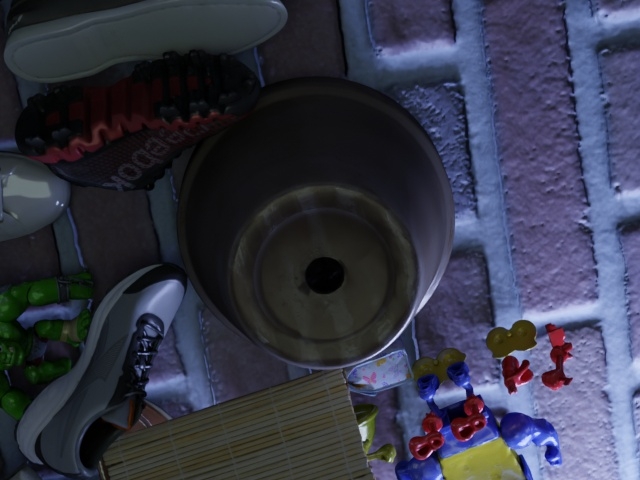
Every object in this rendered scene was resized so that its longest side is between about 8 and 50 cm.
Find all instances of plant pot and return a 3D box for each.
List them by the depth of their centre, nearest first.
[{"bbox_3d":[0.000,0.000,1.283,0.323,0.280,0.323,-1,103,-3],"label":"plant pot"}]

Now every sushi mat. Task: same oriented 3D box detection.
[{"bbox_3d":[-0.096,0.253,1.331,0.316,0.019,0.151,-20,82,18],"label":"sushi mat"}]

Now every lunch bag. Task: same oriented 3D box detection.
[{"bbox_3d":[0.062,0.147,1.428,0.083,0.071,0.053,-18,108,0],"label":"lunch bag"}]

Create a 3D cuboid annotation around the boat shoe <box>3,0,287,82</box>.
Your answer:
[{"bbox_3d":[-0.190,-0.247,1.303,0.305,0.109,0.091,-9,59,1],"label":"boat shoe"}]

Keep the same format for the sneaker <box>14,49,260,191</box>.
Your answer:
[{"bbox_3d":[-0.185,-0.123,1.319,0.276,0.098,0.135,-14,143,14],"label":"sneaker"}]

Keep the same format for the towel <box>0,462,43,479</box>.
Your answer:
[{"bbox_3d":[-0.342,0.440,1.439,0.312,0.056,0.324,-35,103,32],"label":"towel"}]

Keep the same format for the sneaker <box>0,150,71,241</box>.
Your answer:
[{"bbox_3d":[-0.427,-0.039,1.339,0.290,0.123,0.106,-3,102,-3],"label":"sneaker"}]

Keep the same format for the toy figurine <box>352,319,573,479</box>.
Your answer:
[{"bbox_3d":[0.156,0.270,1.409,0.362,0.191,0.217,-23,108,5],"label":"toy figurine"}]

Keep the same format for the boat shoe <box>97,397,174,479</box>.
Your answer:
[{"bbox_3d":[-0.181,0.340,1.441,0.122,0.120,0.324,-23,104,3],"label":"boat shoe"}]

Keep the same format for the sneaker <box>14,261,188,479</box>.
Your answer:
[{"bbox_3d":[-0.224,0.148,1.365,0.108,0.100,0.271,25,78,33],"label":"sneaker"}]

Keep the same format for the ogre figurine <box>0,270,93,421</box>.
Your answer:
[{"bbox_3d":[-0.340,0.126,1.401,0.118,0.097,0.197,12,120,-23],"label":"ogre figurine"}]
